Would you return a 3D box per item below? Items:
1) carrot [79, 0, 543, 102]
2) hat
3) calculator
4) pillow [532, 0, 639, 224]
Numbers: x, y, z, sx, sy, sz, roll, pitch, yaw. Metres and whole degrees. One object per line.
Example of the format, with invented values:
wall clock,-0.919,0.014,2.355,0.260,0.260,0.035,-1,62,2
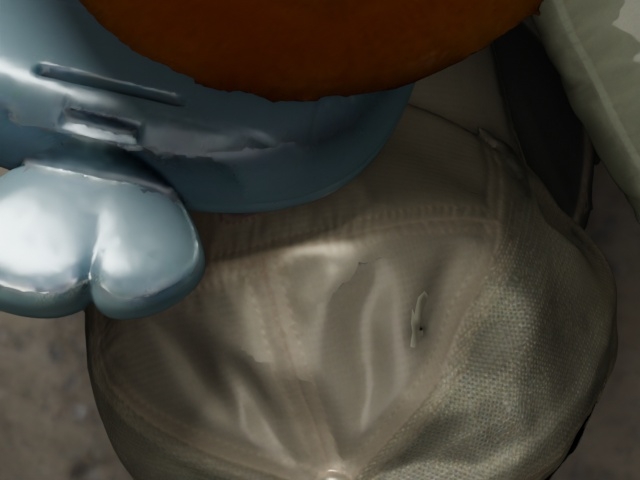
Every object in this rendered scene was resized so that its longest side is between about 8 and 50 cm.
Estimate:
carrot,-0.057,-0.215,0.544,0.193,0.214,0.331,-35,72,18
hat,-0.001,-0.008,0.693,0.232,0.161,0.275,-12,88,4
calculator,-0.050,-0.108,0.643,0.188,0.042,0.302,12,61,2
pillow,0.167,-0.062,0.703,0.144,0.078,0.254,-34,99,-19
